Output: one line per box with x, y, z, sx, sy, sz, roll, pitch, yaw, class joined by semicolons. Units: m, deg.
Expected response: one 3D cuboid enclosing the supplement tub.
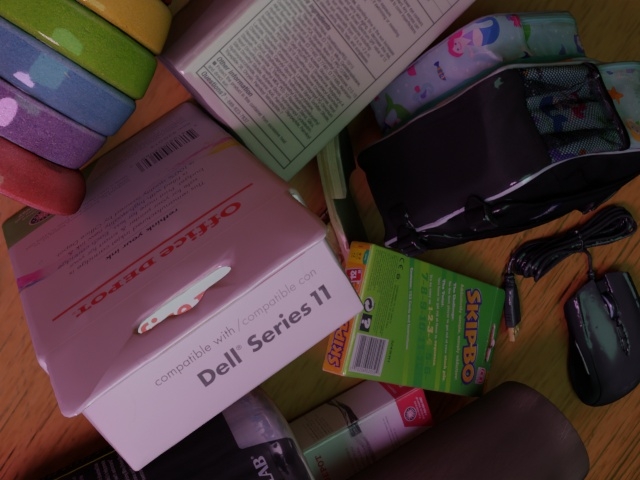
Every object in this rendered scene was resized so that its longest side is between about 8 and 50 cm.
-0.167;0.290;0.899;0.337;0.207;0.207;-24;117;-12;supplement tub

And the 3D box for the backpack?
0.181;-0.096;0.884;0.253;0.225;0.191;-6;77;-34;backpack

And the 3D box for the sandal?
0.001;-0.003;0.946;0.079;0.088;0.240;-4;115;14;sandal

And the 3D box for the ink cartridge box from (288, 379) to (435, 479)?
0.047;0.220;1.044;0.150;0.063;0.109;-26;118;-13;ink cartridge box

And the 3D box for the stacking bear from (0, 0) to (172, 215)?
-0.180;-0.179;0.713;0.175;0.164;0.289;30;92;-30;stacking bear

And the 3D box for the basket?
0.149;0.259;0.972;0.226;0.204;0.154;-34;131;-21;basket

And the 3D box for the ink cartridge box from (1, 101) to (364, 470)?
-0.110;0.029;0.737;0.207;0.353;0.119;-35;119;-7;ink cartridge box

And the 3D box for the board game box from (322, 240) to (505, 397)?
0.105;0.087;0.976;0.259;0.039;0.124;18;83;-47;board game box

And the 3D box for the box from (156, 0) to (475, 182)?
0.018;-0.215;0.831;0.311;0.121;0.148;-43;120;-3;box

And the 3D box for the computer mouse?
0.302;0.104;1.111;0.184;0.060;0.262;-17;115;-17;computer mouse
